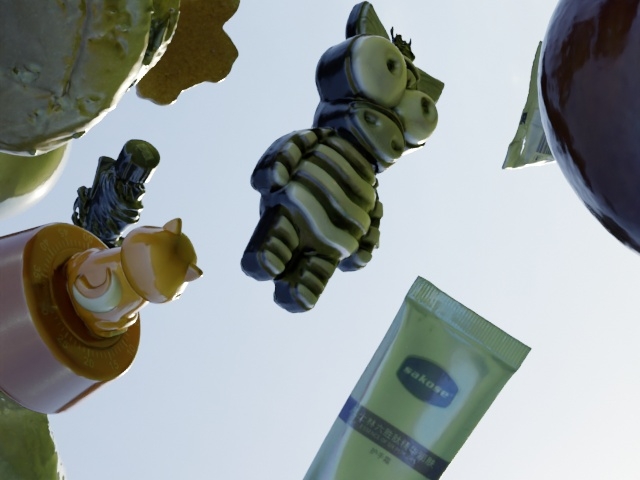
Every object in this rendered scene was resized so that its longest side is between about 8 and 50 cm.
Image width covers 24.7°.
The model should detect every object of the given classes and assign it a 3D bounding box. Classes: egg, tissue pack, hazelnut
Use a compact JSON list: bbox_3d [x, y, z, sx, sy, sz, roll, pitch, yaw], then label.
[{"bbox_3d":[-0.339,-0.111,1.449,0.254,0.188,0.189,-124,11,-68],"label":"egg"},{"bbox_3d":[0.258,-0.116,1.298,0.026,0.193,0.123,52,136,50],"label":"tissue pack"},{"bbox_3d":[0.226,-0.070,0.761,0.229,0.229,0.230,-15,-90,-71],"label":"hazelnut"}]

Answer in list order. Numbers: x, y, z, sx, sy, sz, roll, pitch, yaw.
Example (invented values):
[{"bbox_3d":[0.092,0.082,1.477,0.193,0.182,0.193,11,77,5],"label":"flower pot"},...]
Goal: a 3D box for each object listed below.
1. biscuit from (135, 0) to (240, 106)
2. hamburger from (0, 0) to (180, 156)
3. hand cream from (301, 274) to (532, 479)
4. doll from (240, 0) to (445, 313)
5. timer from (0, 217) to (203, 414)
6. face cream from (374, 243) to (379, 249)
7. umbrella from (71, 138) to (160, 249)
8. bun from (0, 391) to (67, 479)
[{"bbox_3d":[-0.170,-0.258,1.558,0.036,0.166,0.225,48,161,57],"label":"biscuit"},{"bbox_3d":[-0.204,-0.202,0.929,0.265,0.134,0.285,46,138,32],"label":"hamburger"},{"bbox_3d":[0.042,0.192,1.204,0.109,0.321,0.067,33,-173,11],"label":"hand cream"},{"bbox_3d":[0.017,-0.055,0.875,0.091,0.067,0.219,44,-128,-25],"label":"doll"},{"bbox_3d":[-0.144,0.033,0.987,0.132,0.152,0.132,41,-144,-39],"label":"timer"},{"bbox_3d":[0.000,0.000,1.410,0.020,0.115,0.038,23,-117,-75],"label":"face cream"},{"bbox_3d":[-0.205,-0.001,1.359,0.080,0.224,0.071,14,-141,-28],"label":"umbrella"},{"bbox_3d":[-0.368,0.191,1.245,0.194,0.354,0.354,-73,-36,-47],"label":"bun"}]
